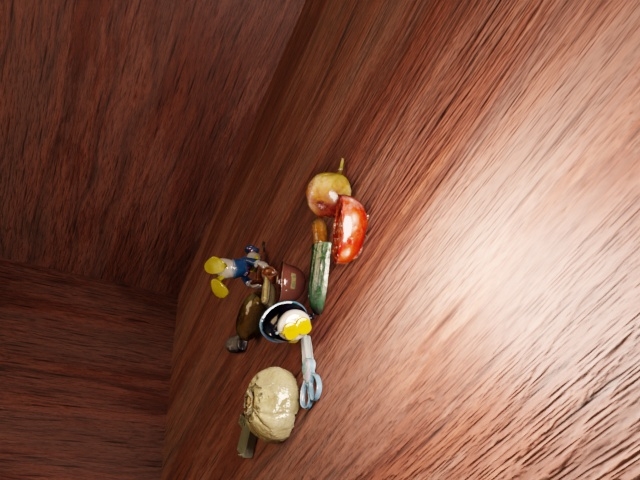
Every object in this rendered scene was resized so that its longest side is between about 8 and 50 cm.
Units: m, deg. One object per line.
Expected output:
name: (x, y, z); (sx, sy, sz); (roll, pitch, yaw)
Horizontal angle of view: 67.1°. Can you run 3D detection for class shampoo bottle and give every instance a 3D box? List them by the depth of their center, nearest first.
shampoo bottle: (-0.413, 0.504, 2.349); (0.234, 0.049, 0.086); (-28, 51, 59)

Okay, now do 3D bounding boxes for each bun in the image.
bun: (-0.182, 0.562, 1.664); (0.259, 0.152, 0.259); (-51, 30, 45)

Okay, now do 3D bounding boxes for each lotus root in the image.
lotus root: (-0.303, 0.334, 2.125); (0.240, 0.123, 0.124); (-64, 16, 15)

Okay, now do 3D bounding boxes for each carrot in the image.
carrot: (0.000, 0.000, 1.748); (0.060, 0.060, 0.186); (-42, 46, 51)

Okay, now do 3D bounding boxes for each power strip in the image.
power strip: (-0.290, 0.727, 1.907); (0.145, 0.061, 0.215); (-3, 71, 65)

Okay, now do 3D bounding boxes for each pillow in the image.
pillow: (-0.184, 0.234, 1.886); (0.203, 0.039, 0.113); (62, -154, -54)

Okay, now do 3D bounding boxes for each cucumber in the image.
cucumber: (-0.008, 0.129, 1.622); (0.115, 0.063, 0.243); (130, 145, -82)

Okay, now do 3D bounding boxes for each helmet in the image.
helmet: (-0.110, 0.172, 1.812); (0.155, 0.106, 0.175); (122, 158, -65)

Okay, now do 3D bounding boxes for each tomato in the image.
tomato: (0.094, -0.037, 1.505); (0.228, 0.101, 0.227); (-177, 90, -82)

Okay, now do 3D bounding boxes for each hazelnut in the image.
hazelnut: (-0.219, 0.150, 2.108); (0.086, 0.087, 0.086); (-46, 35, 47)

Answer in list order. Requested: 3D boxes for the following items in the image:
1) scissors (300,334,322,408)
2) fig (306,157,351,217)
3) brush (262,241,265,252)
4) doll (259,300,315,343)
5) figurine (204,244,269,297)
scissors: (-0.039, 0.418, 1.585); (0.125, 0.030, 0.256); (-57, 27, 36)
fig: (0.044, -0.202, 1.714); (0.159, 0.159, 0.257); (-40, 22, 52)
brush: (-0.286, 0.034, 2.429); (0.024, 0.008, 0.083); (-57, 28, 30)
doll: (-0.116, 0.286, 1.662); (0.314, 0.177, 0.140); (173, 78, -74)
figurine: (-0.336, 0.111, 2.221); (0.338, 0.284, 0.204); (-61, -17, -61)
